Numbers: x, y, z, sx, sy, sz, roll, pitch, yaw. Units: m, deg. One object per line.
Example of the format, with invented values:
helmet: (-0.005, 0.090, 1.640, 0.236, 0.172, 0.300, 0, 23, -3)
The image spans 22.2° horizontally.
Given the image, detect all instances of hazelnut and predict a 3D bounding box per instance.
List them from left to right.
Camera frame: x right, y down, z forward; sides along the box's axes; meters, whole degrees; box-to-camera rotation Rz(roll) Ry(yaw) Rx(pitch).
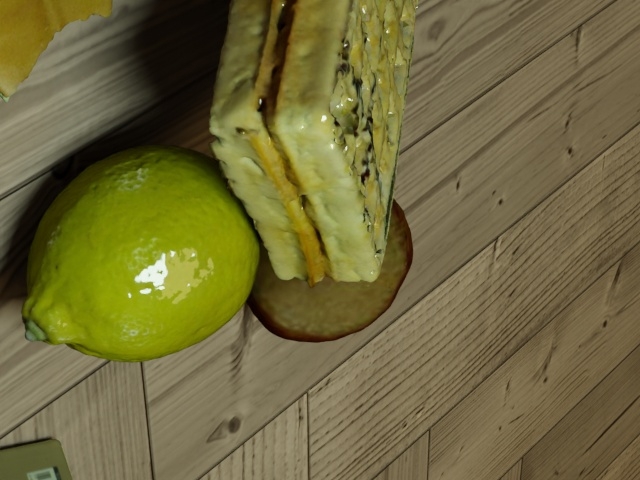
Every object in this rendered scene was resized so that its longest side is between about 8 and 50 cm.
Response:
hazelnut: (0.010, 0.001, 1.637, 0.210, 0.186, 0.210, -12, 107, -43)

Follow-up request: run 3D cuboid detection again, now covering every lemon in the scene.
lemon: (-0.156, 0.013, 1.405, 0.248, 0.184, 0.184, -25, 133, -35)

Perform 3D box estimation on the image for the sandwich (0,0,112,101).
sandwich: (-0.227, -0.241, 1.128, 0.227, 0.155, 0.198, -55, 150, -12)

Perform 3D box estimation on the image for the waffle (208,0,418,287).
waffle: (0.004, -0.173, 1.415, 0.261, 0.114, 0.376, 71, 23, -56)

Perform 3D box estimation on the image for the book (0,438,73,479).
book: (-0.306, 0.296, 1.408, 0.021, 0.217, 0.310, -27, 167, 33)
